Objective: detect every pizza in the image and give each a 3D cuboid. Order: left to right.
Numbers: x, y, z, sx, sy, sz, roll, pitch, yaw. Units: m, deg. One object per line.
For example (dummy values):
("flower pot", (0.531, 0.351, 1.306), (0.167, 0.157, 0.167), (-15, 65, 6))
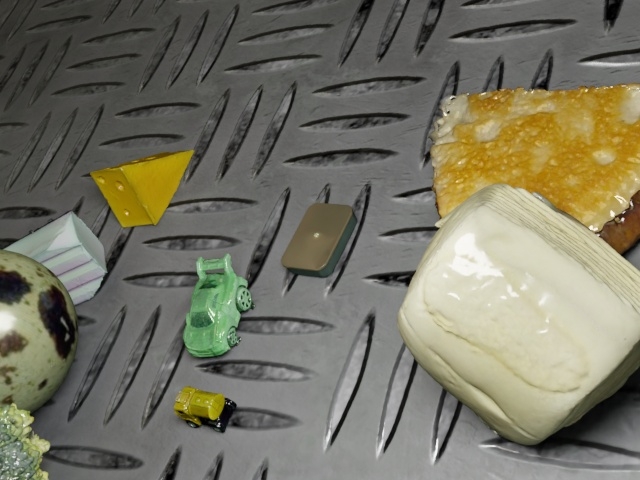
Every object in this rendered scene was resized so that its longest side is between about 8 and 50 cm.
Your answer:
("pizza", (0.307, -0.053, 1.473), (0.434, 0.080, 0.392), (1, 55, 37))

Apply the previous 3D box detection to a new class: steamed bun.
("steamed bun", (0.226, 0.107, 1.266), (0.290, 0.273, 0.272), (34, 109, 20))

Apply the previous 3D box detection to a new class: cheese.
("cheese", (-0.313, -0.123, 1.972), (0.093, 0.126, 0.171), (-3, 34, 40))

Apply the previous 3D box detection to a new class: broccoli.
("broccoli", (-0.519, 0.365, 1.596), (0.243, 0.246, 0.263), (-154, 69, -78))

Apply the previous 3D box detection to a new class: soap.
("soap", (-0.479, 0.052, 1.879), (0.230, 0.145, 0.091), (-24, 43, 15))

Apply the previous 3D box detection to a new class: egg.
("egg", (-0.556, 0.170, 1.720), (0.379, 0.287, 0.288), (-34, 40, 26))

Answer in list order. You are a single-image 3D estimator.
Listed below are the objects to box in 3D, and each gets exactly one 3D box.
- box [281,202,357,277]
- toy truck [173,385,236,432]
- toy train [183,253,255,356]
("box", (0.000, 0.000, 1.674), (0.091, 0.031, 0.126), (4, 56, 37))
("toy truck", (-0.172, 0.243, 1.564), (0.083, 0.054, 0.049), (3, 56, 38))
("toy train", (-0.167, 0.105, 1.663), (0.099, 0.081, 0.149), (-6, 51, 30))
